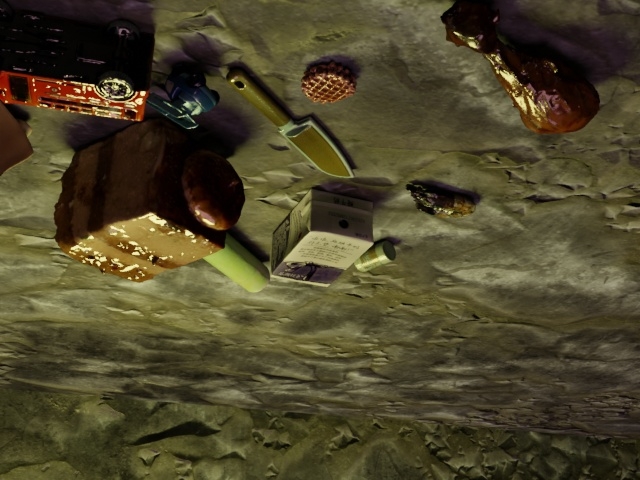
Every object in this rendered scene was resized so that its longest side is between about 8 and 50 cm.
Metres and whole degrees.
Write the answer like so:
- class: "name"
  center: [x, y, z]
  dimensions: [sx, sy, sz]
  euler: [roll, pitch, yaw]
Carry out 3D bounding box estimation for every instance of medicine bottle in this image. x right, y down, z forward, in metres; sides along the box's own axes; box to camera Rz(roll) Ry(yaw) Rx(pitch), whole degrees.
- class: "medicine bottle"
  center: [0.114, 0.034, 1.665]
  dimensions: [0.083, 0.047, 0.047]
  euler: [-23, 145, 38]

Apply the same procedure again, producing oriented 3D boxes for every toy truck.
- class: "toy truck"
  center: [-0.357, -0.237, 1.063]
  dimensions: [0.253, 0.107, 0.114]
  euler: [6, 152, -12]
- class: "toy truck"
  center: [-0.214, -0.220, 1.157]
  dimensions: [0.136, 0.074, 0.063]
  euler: [33, 171, 35]

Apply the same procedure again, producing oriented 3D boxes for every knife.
- class: "knife"
  center: [-0.034, -0.177, 1.269]
  dimensions: [0.061, 0.027, 0.343]
  euler: [-18, 149, 24]

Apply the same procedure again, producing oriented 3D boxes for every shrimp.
- class: "shrimp"
  center: [0.216, -0.066, 1.479]
  dimensions: [0.161, 0.034, 0.091]
  euler: [15, 151, -29]

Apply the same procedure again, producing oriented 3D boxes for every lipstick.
- class: "lipstick"
  center: [-0.202, 0.022, 1.619]
  dimensions: [0.076, 0.076, 0.304]
  euler: [-10, 152, 20]

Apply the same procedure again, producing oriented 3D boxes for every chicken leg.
- class: "chicken leg"
  center: [0.276, -0.233, 1.098]
  dimensions: [0.304, 0.093, 0.113]
  euler: [25, 156, -33]

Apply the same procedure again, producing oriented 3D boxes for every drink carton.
- class: "drink carton"
  center: [-0.001, -0.001, 1.541]
  dimensions: [0.134, 0.101, 0.222]
  euler: [13, 151, -20]

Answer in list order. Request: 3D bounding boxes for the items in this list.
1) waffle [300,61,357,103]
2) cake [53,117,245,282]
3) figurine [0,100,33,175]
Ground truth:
- class: "waffle"
  center: [0.010, -0.230, 1.161]
  dimensions: [0.083, 0.029, 0.075]
  euler: [-8, 152, 21]
- class: "cake"
  center: [-0.272, -0.066, 1.304]
  dimensions: [0.293, 0.196, 0.199]
  euler: [-17, 147, 33]
- class: "figurine"
  center: [-0.586, -0.139, 1.262]
  dimensions: [0.237, 0.141, 0.162]
  euler: [-15, 122, 32]
